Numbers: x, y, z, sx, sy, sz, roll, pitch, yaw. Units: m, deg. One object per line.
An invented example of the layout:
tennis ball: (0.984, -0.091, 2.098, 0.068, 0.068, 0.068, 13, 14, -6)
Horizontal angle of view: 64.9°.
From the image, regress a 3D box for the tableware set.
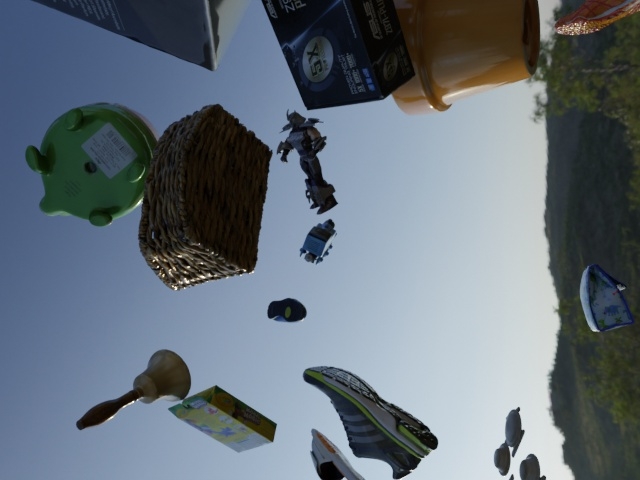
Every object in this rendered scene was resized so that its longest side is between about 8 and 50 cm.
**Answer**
tableware set: (0.322, 0.375, 0.839, 0.168, 0.020, 0.141, -78, -2, -57)

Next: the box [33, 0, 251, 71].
box: (-0.259, -0.450, 0.619, 0.212, 0.396, 0.293, 114, 178, -73)

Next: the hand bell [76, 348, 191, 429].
hand bell: (-0.396, 0.326, 1.046, 0.242, 0.126, 0.126, -18, -83, -63)

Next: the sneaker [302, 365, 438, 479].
sneaker: (0.077, 0.360, 1.010, 0.121, 0.300, 0.111, -60, -22, 4)

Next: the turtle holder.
turtle holder: (-0.479, -0.154, 1.127, 0.227, 0.243, 0.320, -76, 10, -67)

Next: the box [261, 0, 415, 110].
box: (0.019, -0.271, 0.646, 0.077, 0.147, 0.180, -41, -58, -30)

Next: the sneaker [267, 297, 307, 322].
sneaker: (-0.079, 0.210, 1.480, 0.082, 0.209, 0.069, 16, -104, -28)

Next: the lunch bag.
lunch bag: (0.664, 0.133, 1.189, 0.129, 0.096, 0.151, 27, -136, -67)

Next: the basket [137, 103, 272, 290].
basket: (-0.250, -0.080, 0.950, 0.213, 0.223, 0.299, 34, -128, -46)

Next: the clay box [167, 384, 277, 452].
clay box: (-0.223, 0.405, 1.152, 0.222, 0.127, 0.053, 43, -144, -25)

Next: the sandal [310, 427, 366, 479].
sandal: (0.028, 0.541, 1.192, 0.076, 0.265, 0.102, -47, -64, -10)

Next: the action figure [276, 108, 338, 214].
action figure: (-0.034, -0.219, 1.363, 0.099, 0.185, 0.285, -29, -69, -23)

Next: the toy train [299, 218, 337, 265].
toy train: (0.000, 0.000, 1.519, 0.105, 0.080, 0.184, -67, -8, 29)

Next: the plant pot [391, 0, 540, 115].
plant pot: (0.220, -0.299, 0.758, 0.205, 0.188, 0.205, -9, -79, -56)

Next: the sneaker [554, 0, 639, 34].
sneaker: (0.532, -0.442, 0.946, 0.064, 0.175, 0.067, 8, -108, -52)
